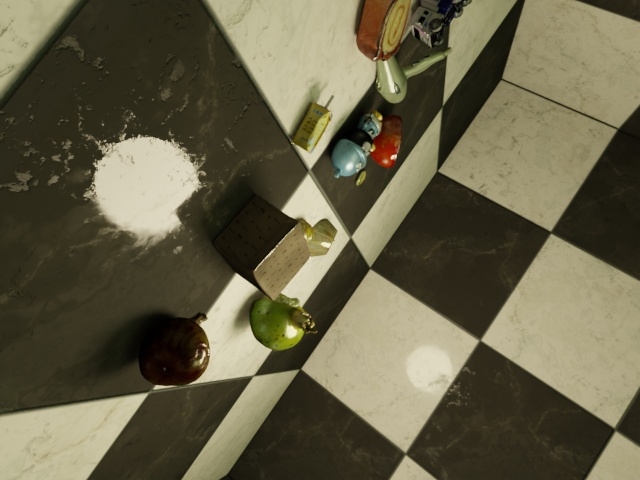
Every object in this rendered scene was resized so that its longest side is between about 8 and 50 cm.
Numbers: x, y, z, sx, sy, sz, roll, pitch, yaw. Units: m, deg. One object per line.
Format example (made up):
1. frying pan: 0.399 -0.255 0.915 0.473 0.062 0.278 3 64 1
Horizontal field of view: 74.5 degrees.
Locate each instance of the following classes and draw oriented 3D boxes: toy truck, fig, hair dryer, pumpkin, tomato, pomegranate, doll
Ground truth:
1. toy truck: 0.437 -0.867 1.557 0.267 0.155 0.124 -55 161 6
2. fig: -0.439 0.330 1.369 0.216 0.217 0.321 -61 -177 14
3. hair dryer: 0.307 -0.667 1.557 0.298 0.118 0.296 -38 151 27
4. pumpkin: 0.011 0.008 2.019 0.217 0.110 0.217 -52 160 -29
5. tomato: 0.279 -0.449 1.870 0.200 0.140 0.232 107 -10 -56
6. pomegranate: -0.161 0.351 1.820 0.261 0.341 0.260 2 87 -46
7. doll: 0.143 -0.371 1.663 0.314 0.141 0.177 -55 165 -14

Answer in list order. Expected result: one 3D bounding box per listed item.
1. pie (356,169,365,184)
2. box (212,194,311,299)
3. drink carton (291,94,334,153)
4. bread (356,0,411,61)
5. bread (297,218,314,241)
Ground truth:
1. pie: 0.199 -0.308 2.076 0.084 0.021 0.084 -51 160 -27
2. box: -0.189 0.033 1.440 0.225 0.190 0.297 -50 159 -16
3. drink carton: -0.012 -0.384 1.355 0.199 0.084 0.074 -61 171 10
4. bread: 0.202 -0.699 1.300 0.190 0.123 0.244 -38 155 -46
5. bread: -0.071 -0.035 1.767 0.083 0.094 0.157 -57 153 15
